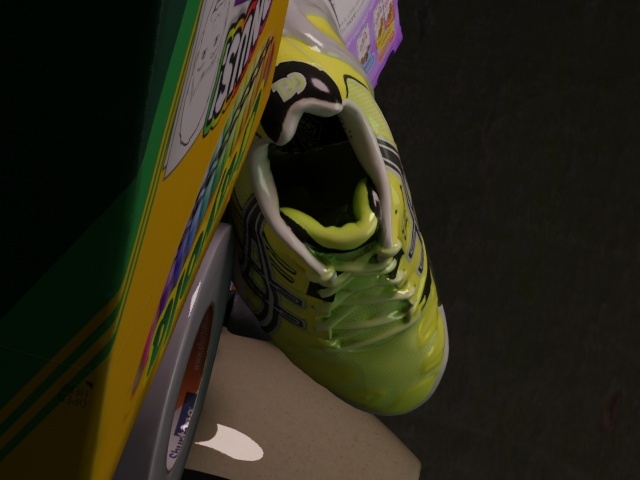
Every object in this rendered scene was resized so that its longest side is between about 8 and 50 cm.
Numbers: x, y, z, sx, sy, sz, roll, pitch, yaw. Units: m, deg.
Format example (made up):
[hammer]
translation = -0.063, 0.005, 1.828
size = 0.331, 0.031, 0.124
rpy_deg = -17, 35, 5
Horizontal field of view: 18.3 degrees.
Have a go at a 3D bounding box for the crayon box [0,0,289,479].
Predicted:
[crayon box]
translation = -0.078, -0.109, 0.847
size = 0.363, 0.106, 0.313
rpy_deg = -71, 174, -52

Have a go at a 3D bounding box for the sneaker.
[sneaker]
translation = 0.000, 0.000, 1.347
size = 0.147, 0.145, 0.384
rpy_deg = -112, 178, -50

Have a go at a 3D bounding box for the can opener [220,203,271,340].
[can opener]
translation = -0.069, 0.014, 1.539
size = 0.283, 0.095, 0.076
rpy_deg = 93, 12, -72

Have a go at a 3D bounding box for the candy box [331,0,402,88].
[candy box]
translation = -0.007, -0.181, 1.411
size = 0.165, 0.070, 0.196
rpy_deg = -61, 151, -45

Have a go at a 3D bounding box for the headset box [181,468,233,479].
[headset box]
translation = -0.141, 0.331, 1.554
size = 0.218, 0.110, 0.293
rpy_deg = -71, 175, -55

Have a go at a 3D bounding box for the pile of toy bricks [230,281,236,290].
[pile of toy bricks]
translation = -0.043, -0.004, 1.780
size = 0.212, 0.105, 0.118
rpy_deg = -71, 174, -53

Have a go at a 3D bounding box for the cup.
[cup]
translation = -0.038, 0.258, 1.860
size = 0.331, 0.237, 0.331
rpy_deg = 14, 90, -86

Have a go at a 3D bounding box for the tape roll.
[tape roll]
translation = -0.117, 0.086, 1.281
size = 0.219, 0.072, 0.219
rpy_deg = 15, 90, -87
